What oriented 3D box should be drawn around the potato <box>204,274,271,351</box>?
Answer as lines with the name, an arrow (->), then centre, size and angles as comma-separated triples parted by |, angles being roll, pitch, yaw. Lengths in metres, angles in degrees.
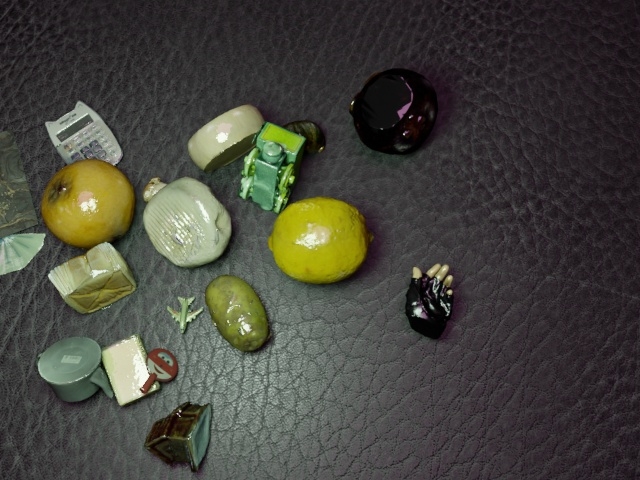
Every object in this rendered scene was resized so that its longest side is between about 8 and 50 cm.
potato -> -0.237, 0.203, 1.702 | 0.149, 0.113, 0.251 | -37, 67, -3

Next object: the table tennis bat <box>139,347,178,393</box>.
table tennis bat -> -0.451, 0.361, 1.650 | 0.098, 0.019, 0.154 | 44, 35, -11

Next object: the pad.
pad -> -1.044, -0.162, 1.869 | 0.248, 0.007, 0.367 | -22, 71, -7

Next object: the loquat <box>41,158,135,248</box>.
loquat -> -0.668, -0.106, 1.729 | 0.263, 0.263, 0.263 | 0, 72, 0

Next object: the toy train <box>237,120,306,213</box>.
toy train -> -0.138, -0.206, 1.758 | 0.159, 0.271, 0.188 | 23, 58, 4

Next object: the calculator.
calculator -> -0.746, -0.311, 1.905 | 0.177, 0.040, 0.268 | -36, 76, -11

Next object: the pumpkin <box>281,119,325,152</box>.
pumpkin -> -0.073, -0.318, 1.875 | 0.184, 0.107, 0.119 | -25, 68, -9

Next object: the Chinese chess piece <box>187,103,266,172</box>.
Chinese chess piece -> -0.276, -0.305, 1.794 | 0.250, 0.250, 0.103 | -33, 92, -10

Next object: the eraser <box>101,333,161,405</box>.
eraser -> -0.531, 0.362, 1.673 | 0.117, 0.058, 0.172 | -25, 74, -12

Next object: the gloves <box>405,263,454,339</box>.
gloves -> 0.316, 0.157, 1.714 | 0.164, 0.124, 0.203 | 37, 52, -11

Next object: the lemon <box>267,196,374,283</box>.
lemon -> -0.003, 0.000, 1.696 | 0.284, 0.260, 0.260 | 20, 73, 5

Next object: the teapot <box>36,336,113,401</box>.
teapot -> -0.676, 0.369, 1.639 | 0.239, 0.149, 0.162 | 12, 41, 15

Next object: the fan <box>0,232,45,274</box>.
fan -> -0.947, 0.036, 1.810 | 0.240, 0.009, 0.131 | -18, 75, -6

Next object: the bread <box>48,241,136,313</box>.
bread -> -0.636, 0.106, 1.683 | 0.192, 0.210, 0.109 | -30, 70, -9

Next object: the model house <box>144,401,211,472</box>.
model house -> -0.383, 0.516, 1.614 | 0.152, 0.106, 0.165 | 2, 36, 13

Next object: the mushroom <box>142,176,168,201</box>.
mushroom -> -0.436, -0.139, 1.836 | 0.209, 0.071, 0.084 | 11, 41, 1

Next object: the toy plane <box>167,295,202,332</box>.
toy plane -> -0.394, 0.214, 1.732 | 0.102, 0.040, 0.111 | 1, 73, 2

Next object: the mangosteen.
mangosteen -> 0.213, -0.408, 1.835 | 0.288, 0.233, 0.287 | 0, 89, 25

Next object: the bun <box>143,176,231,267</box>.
bun -> -0.378, -0.049, 1.742 | 0.273, 0.168, 0.272 | 7, 109, 20
